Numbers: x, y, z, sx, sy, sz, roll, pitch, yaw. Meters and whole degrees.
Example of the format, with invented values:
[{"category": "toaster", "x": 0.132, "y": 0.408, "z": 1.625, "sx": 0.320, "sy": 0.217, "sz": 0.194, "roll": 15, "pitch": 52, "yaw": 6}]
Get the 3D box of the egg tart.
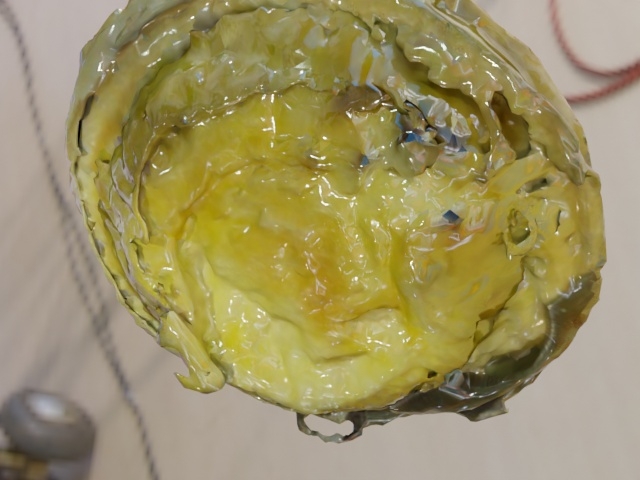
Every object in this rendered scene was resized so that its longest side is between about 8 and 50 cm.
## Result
[{"category": "egg tart", "x": 0.000, "y": 0.000, "z": 0.967, "sx": 0.291, "sy": 0.291, "sz": 0.107, "roll": -53, "pitch": 7, "yaw": 34}]
